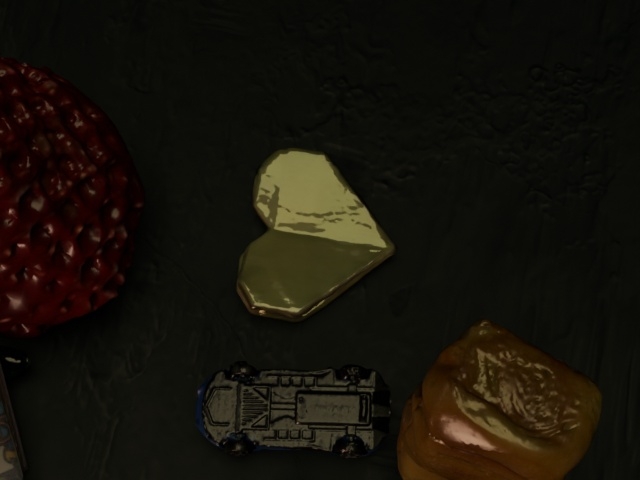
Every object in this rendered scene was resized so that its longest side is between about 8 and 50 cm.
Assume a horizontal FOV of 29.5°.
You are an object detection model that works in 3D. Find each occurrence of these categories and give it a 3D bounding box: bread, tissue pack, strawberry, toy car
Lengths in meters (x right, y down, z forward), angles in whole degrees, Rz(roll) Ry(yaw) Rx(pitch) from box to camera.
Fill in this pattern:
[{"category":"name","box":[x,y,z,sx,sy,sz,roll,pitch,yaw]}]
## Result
[{"category":"bread","box":[0.163,0.191,1.212,0.166,0.294,0.132,20,66,4]},{"category":"tissue pack","box":[-0.389,0.194,1.297,0.115,0.065,0.155,-14,96,-4]},{"category":"strawberry","box":[-0.347,-0.076,1.275,0.295,0.345,0.318,-13,70,-4]},{"category":"toy car","box":[-0.030,0.189,1.331,0.216,0.063,0.103,0,69,6]}]

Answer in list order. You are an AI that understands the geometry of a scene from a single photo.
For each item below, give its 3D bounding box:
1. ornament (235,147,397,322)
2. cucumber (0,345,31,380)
[{"category":"ornament","box":[0.000,0.000,1.407,0.180,0.059,0.201,10,73,2]},{"category":"cucumber","box":[-0.459,0.144,1.350,0.284,0.056,0.056,-2,70,2]}]
